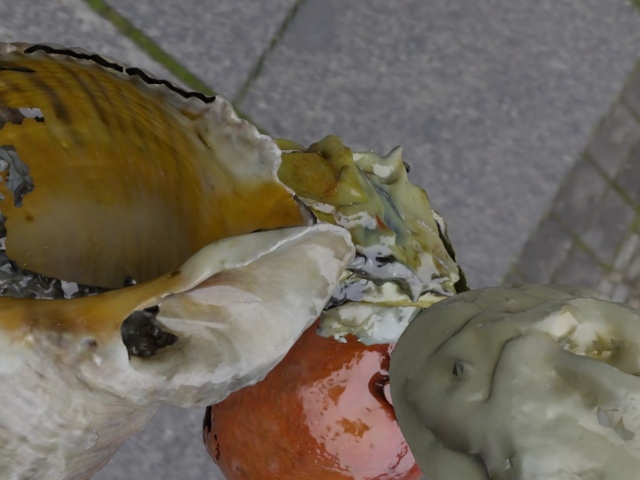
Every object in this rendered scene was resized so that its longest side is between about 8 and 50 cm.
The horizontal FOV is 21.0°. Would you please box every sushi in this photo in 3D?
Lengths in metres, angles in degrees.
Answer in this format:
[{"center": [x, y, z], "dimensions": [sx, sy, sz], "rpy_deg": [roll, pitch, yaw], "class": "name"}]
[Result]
[{"center": [0.005, -0.004, 1.302], "dimensions": [0.291, 0.139, 0.131], "rpy_deg": [16, 134, -37], "class": "sushi"}]

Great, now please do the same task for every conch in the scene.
[{"center": [-0.108, 0.011, 0.657], "dimensions": [0.163, 0.245, 0.178], "rpy_deg": [-81, 151, -49], "class": "conch"}]

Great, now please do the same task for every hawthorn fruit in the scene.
[{"center": [0.024, 0.135, 1.506], "dimensions": [0.211, 0.299, 0.211], "rpy_deg": [9, 71, -26], "class": "hawthorn fruit"}]

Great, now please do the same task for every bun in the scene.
[{"center": [0.140, 0.098, 0.856], "dimensions": [0.133, 0.231, 0.231], "rpy_deg": [-44, 135, 15], "class": "bun"}]
